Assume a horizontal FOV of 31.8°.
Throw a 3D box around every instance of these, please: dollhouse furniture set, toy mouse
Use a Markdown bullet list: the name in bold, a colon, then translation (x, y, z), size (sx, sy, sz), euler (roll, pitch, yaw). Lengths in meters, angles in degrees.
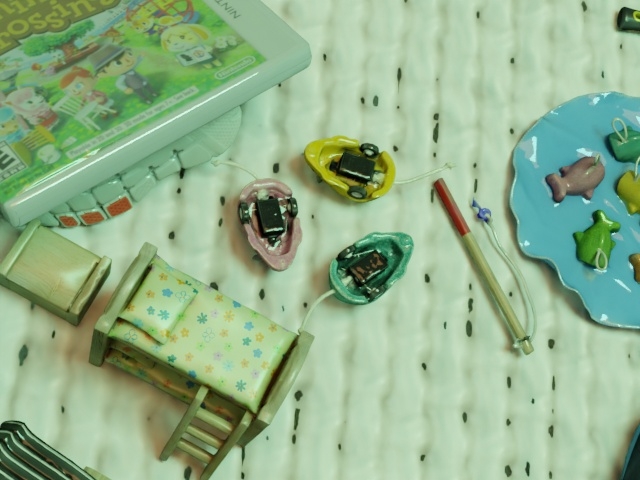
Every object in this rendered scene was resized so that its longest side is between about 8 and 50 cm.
- **dollhouse furniture set**: translation (-0.124, 0.087, 0.634), size (0.182, 0.101, 0.160), euler (29, 68, -3)
- **toy mouse**: translation (0.000, 0.000, 0.732), size (0.161, 0.031, 0.143), euler (13, 69, -9)

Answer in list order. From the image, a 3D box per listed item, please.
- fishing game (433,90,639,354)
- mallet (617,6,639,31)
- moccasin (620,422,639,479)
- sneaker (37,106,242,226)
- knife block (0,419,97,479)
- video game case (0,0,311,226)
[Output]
- **fishing game**: translation (0.223, -0.024, 0.791), size (0.264, 0.041, 0.189), euler (-20, 75, -19)
- **mallet**: translation (0.322, -0.162, 0.866), size (0.190, 0.039, 0.062), euler (17, 68, -3)
- **moccasin**: translation (0.213, 0.233, 0.658), size (0.138, 0.117, 0.341), euler (15, 69, -9)
- **sneaker**: translation (-0.130, -0.062, 0.718), size (0.158, 0.061, 0.065), euler (-23, 47, -14)
- **knife block**: translation (-0.131, 0.225, 0.580), size (0.242, 0.088, 0.275), euler (-13, 100, 14)
- **video game case**: translation (-0.147, -0.123, 0.704), size (0.212, 0.023, 0.193), euler (-32, 59, -21)
